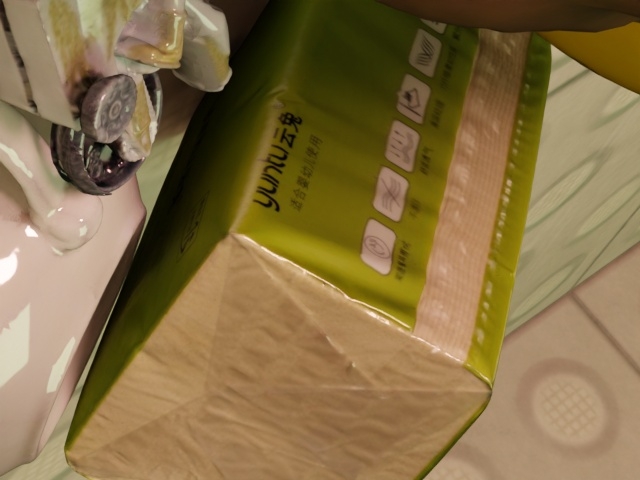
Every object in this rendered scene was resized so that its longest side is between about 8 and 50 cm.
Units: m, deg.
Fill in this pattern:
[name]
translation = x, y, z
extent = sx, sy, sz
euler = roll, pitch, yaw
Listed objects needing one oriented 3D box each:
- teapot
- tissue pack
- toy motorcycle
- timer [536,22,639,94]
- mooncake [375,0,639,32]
[teapot]
translation = -0.166, 0.012, 0.898
extent = 0.204, 0.139, 0.298
euler = -64, 180, -35
[tissue pack]
translation = 0.000, 0.000, 1.013
extent = 0.200, 0.167, 0.274
euler = -50, -163, 40
[toy motorcycle]
translation = -0.081, -0.121, 0.746
extent = 0.151, 0.074, 0.228
euler = -57, 151, -25
[timer]
translation = 0.207, -0.209, 0.712
extent = 0.376, 0.376, 0.387
euler = -46, 159, 24
[mooncake]
translation = 0.089, -0.204, 0.450
extent = 0.324, 0.324, 0.187
euler = -46, 158, 24
